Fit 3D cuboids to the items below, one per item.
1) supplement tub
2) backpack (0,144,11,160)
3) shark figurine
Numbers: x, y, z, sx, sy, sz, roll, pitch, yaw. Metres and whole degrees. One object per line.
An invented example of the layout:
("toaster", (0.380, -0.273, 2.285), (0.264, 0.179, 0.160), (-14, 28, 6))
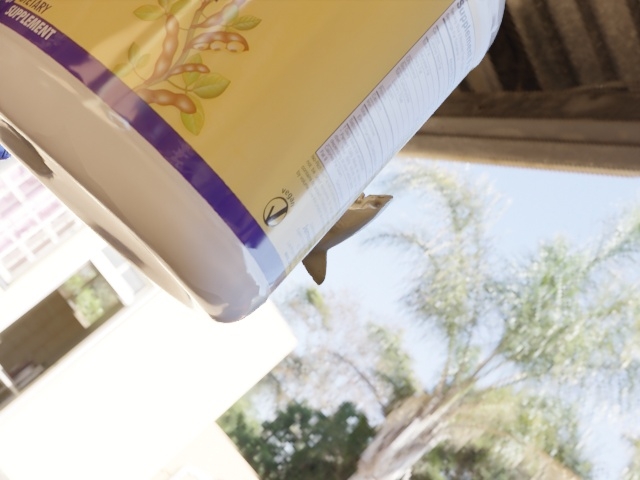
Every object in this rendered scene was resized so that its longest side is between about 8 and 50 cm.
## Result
("supplement tub", (-0.035, -0.139, 0.591), (0.241, 0.331, 0.241), (39, -13, 11))
("backpack", (-0.486, -0.162, 1.344), (0.101, 0.120, 0.098), (42, -58, 10))
("shark figurine", (-0.026, 0.009, 1.352), (0.278, 0.166, 0.116), (-11, -77, 55))
